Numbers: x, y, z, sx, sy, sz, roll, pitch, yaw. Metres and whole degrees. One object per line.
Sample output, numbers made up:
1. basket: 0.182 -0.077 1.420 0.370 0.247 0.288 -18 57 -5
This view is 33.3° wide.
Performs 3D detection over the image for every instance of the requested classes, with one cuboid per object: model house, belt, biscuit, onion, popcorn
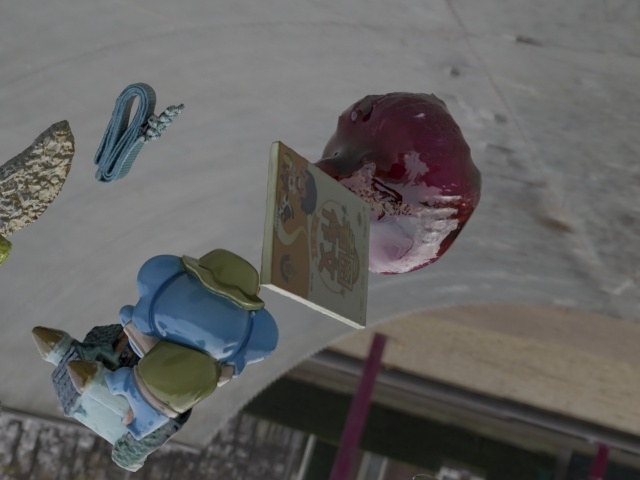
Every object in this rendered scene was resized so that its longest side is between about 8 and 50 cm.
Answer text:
1. model house: -0.349 0.211 1.784 0.291 0.253 0.184 29 125 -6
2. belt: -0.307 -0.167 1.758 0.100 0.179 0.065 30 -161 6
3. biscuit: -0.539 -0.086 1.914 0.038 0.290 0.141 39 166 37
4. onion: 0.100 -0.108 2.181 0.420 0.398 0.398 -11 -169 -40
5. popcorn: -0.474 0.014 1.524 0.068 0.059 0.083 -5 -170 -15

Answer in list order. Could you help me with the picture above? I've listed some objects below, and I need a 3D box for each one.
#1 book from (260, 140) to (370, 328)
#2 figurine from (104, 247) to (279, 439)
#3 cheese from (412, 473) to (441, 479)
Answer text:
1. book: 0.000 0.000 1.572 0.020 0.207 0.295 -6 162 28
2. figurine: -0.183 0.123 1.398 0.180 0.262 0.154 40 165 31
3. cheese: 0.146 0.405 1.470 0.175 0.091 0.202 28 -154 9
